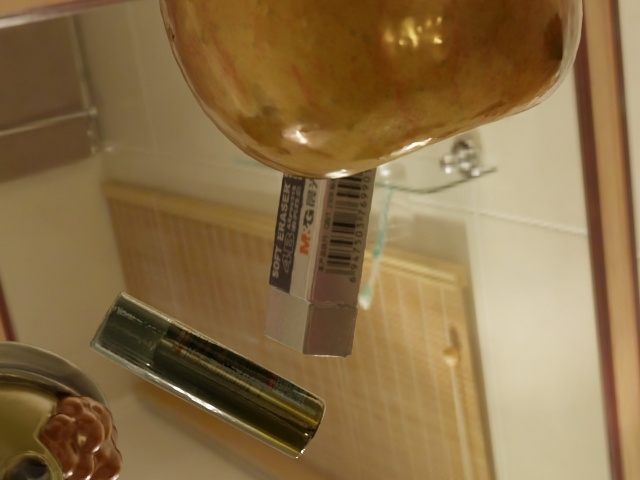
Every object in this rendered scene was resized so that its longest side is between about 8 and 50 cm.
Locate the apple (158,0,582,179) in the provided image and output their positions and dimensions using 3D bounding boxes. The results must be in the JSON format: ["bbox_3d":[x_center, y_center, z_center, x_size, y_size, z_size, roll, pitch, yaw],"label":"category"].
[{"bbox_3d":[0.029,-0.189,0.757,0.299,0.275,0.299,-16,179,0],"label":"apple"}]

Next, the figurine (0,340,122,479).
[{"bbox_3d":[-0.302,0.203,0.788,0.224,0.205,0.382,-47,177,12],"label":"figurine"}]

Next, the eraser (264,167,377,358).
[{"bbox_3d":[0.000,0.000,1.336,0.086,0.287,0.130,6,-176,-26],"label":"eraser"}]

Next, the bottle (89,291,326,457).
[{"bbox_3d":[-0.135,0.162,1.243,0.286,0.082,0.082,30,-164,-7],"label":"bottle"}]
